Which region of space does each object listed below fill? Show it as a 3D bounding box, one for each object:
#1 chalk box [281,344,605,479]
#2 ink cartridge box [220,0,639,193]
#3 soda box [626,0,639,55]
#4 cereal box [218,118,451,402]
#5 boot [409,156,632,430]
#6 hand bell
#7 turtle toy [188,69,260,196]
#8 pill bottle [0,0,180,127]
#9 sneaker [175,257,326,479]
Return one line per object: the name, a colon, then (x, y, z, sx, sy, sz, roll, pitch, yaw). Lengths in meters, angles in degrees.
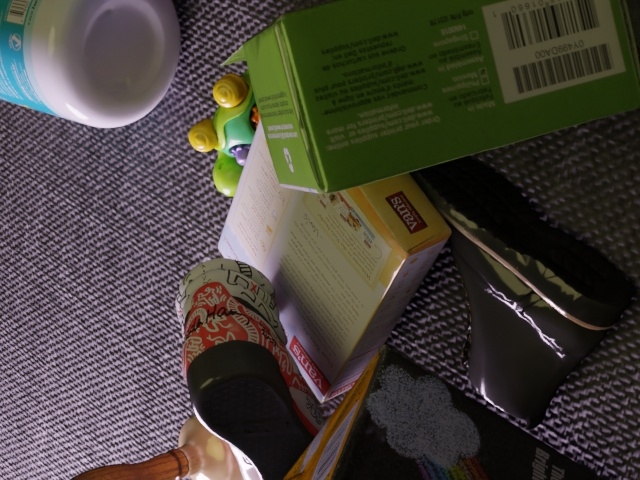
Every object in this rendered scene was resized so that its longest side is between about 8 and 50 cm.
chalk box: (0.103, 0.246, 0.792, 0.289, 0.180, 0.179, 32, 123, -3)
ink cartridge box: (0.051, -0.099, 0.725, 0.255, 0.188, 0.097, -166, 60, -78)
soda box: (0.158, -0.200, 0.758, 0.063, 0.058, 0.183, -15, 88, 44)
cereal box: (0.000, 0.000, 0.910, 0.173, 0.047, 0.240, 55, 150, 19)
boot: (0.110, 0.033, 0.850, 0.198, 0.076, 0.137, 45, 131, 28)
hand bell: (-0.127, 0.190, 0.985, 0.126, 0.242, 0.126, 11, 106, 40)
turtle toy: (-0.058, -0.093, 0.971, 0.066, 0.095, 0.130, 37, 126, 5)
pill bottle: (-0.264, -0.196, 1.091, 0.264, 0.146, 0.146, 19, 112, 40)
sneaker: (-0.038, 0.131, 0.950, 0.145, 0.090, 0.270, -106, -7, -46)
